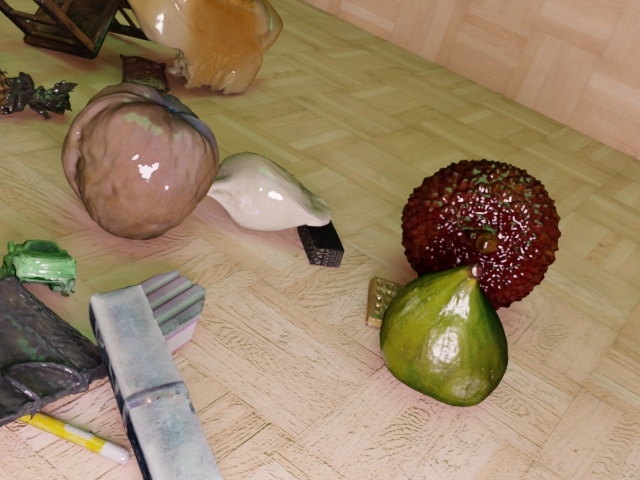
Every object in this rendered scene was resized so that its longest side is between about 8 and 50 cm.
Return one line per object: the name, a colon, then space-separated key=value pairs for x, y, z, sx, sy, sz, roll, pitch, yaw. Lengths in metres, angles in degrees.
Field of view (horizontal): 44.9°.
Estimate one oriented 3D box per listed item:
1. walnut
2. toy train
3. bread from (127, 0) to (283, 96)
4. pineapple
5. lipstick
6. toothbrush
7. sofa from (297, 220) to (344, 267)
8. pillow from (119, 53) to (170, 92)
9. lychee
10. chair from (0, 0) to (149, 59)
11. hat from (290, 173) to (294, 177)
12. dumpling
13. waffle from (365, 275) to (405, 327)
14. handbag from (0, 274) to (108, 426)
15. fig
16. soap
walnut: x=-0.290 y=-0.125 z=1.243 sx=0.248 sy=0.248 sz=0.248 roll=15 pitch=28 yaw=-8
toy train: x=-0.379 y=0.033 z=1.037 sx=0.099 sy=0.081 sz=0.149 roll=5 pitch=-11 yaw=-30
bread: x=-0.275 y=-0.535 z=1.874 sx=0.424 sy=0.245 sz=0.329 roll=22 pitch=49 yaw=-57
pineapple: x=-0.595 y=-0.285 z=1.477 sx=0.251 sy=0.125 sz=0.125 roll=2 pitch=32 yaw=-38
lipstick: x=-0.193 y=0.175 z=0.878 sx=0.076 sy=0.078 sz=0.290 roll=-14 pitch=49 yaw=-22
toothbrush: x=-0.345 y=0.187 z=0.866 sx=0.288 sy=0.024 sz=0.021 roll=21 pitch=20 yaw=3
sofa: x=0.000 y=0.000 z=1.399 sx=0.060 sy=0.039 sz=0.118 roll=6 pitch=31 yaw=-20
pillow: x=-0.418 y=-0.392 z=1.834 sx=0.118 sy=0.043 sz=0.185 roll=6 pitch=33 yaw=-17
lychee: x=0.280 y=-0.016 z=1.362 sx=0.275 sy=0.276 sz=0.304 roll=21 pitch=7 yaw=3
chair: x=-0.577 y=-0.535 z=1.841 sx=0.203 sy=0.416 sz=0.241 roll=15 pitch=70 yaw=17
hat: x=-0.066 y=-0.100 z=1.504 sx=0.145 sy=0.067 sz=0.146 roll=15 pitch=29 yaw=-8
dumpling: x=-0.096 y=-0.096 z=1.406 sx=0.251 sy=0.132 sz=0.179 roll=13 pitch=25 yaw=2
waffle: x=0.122 y=0.111 z=1.296 sx=0.092 sy=0.021 sz=0.135 roll=17 pitch=29 yaw=-1
handbag: x=-0.355 y=0.132 z=0.868 sx=0.175 sy=0.089 sz=0.270 roll=33 pitch=14 yaw=9
fig: x=0.193 y=0.108 z=1.120 sx=0.203 sy=0.235 sz=0.203 roll=11 pitch=31 yaw=-7
soap: x=-0.221 y=0.102 z=1.062 sx=0.100 sy=0.056 sz=0.149 roll=30 pitch=30 yaw=16
